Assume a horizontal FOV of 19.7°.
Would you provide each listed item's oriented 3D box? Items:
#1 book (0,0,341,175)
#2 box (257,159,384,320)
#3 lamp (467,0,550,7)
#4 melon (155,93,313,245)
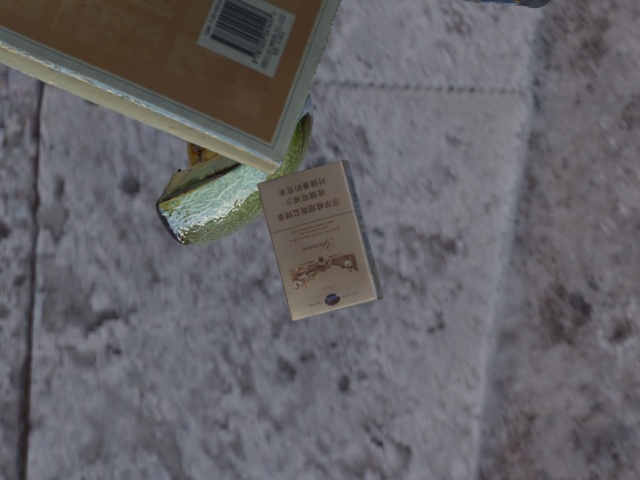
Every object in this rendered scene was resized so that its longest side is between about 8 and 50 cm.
[{"bbox_3d":[-0.113,-0.147,1.071,0.242,0.170,0.018,24,142,-6],"label":"book"},{"bbox_3d":[0.000,0.000,1.054,0.053,0.024,0.083,-14,90,13],"label":"box"},{"bbox_3d":[0.019,-0.345,1.563,0.374,0.205,0.272,-2,78,-4],"label":"lamp"},{"bbox_3d":[-0.052,-0.055,1.361,0.128,0.160,0.079,-20,117,25],"label":"melon"}]
